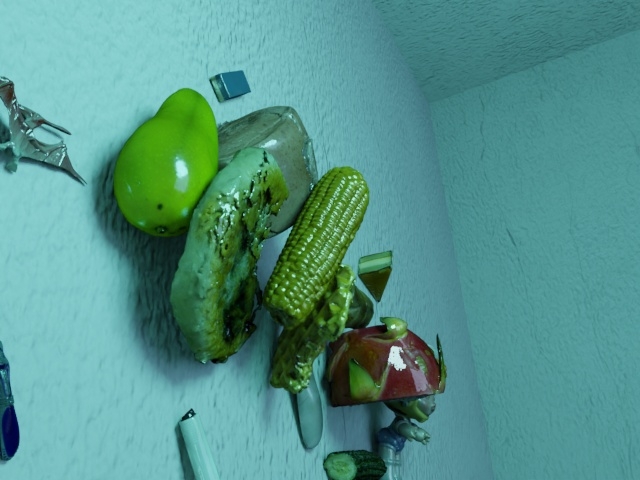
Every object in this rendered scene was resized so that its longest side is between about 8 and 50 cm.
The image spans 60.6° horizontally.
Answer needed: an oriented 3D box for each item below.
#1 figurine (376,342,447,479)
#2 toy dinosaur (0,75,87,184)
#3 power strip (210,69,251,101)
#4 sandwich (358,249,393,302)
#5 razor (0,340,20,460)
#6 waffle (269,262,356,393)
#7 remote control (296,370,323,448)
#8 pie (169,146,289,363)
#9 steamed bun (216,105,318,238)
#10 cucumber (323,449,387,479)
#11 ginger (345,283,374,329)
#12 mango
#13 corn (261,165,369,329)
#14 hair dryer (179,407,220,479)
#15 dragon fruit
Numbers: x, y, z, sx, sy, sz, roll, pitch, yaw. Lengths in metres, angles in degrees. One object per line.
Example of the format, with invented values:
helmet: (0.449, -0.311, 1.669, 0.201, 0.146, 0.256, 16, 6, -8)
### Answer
figurine: (0.209, 0.458, 1.500, 0.224, 0.205, 0.381, 56, 49, -43)
toy dinosaur: (-0.381, -0.139, 0.711, 0.220, 0.032, 0.108, 63, 21, -47)
power strip: (-0.200, -0.350, 1.233, 0.056, 0.032, 0.123, 69, 24, -14)
sandwich: (0.203, 0.117, 1.735, 0.163, 0.114, 0.079, 55, 30, -39)
razor: (-0.351, 0.163, 0.597, 0.044, 0.028, 0.154, -6, 81, -66)
waffle: (-0.018, 0.164, 1.072, 0.051, 0.291, 0.291, 29, 42, -17)
remote control: (-0.022, 0.332, 1.171, 0.073, 0.044, 0.228, -13, 99, -68)
pie: (-0.142, 0.029, 0.896, 0.296, 0.078, 0.370, -21, 123, -72)
steamed bun: (-0.098, -0.149, 1.129, 0.251, 0.199, 0.301, 63, 26, -25)
cucumber: (0.095, 0.536, 1.305, 0.265, 0.077, 0.077, 35, 45, -58)
ginger: (0.051, 0.148, 1.298, 0.116, 0.109, 0.263, 52, 4, 31)
mango: (-0.236, -0.129, 0.885, 0.175, 0.143, 0.293, 79, 12, -47)
corn: (0.000, 0.000, 1.031, 0.120, 0.121, 0.363, 54, 49, -39)
hair dryer: (-0.170, 0.369, 0.813, 0.131, 0.073, 0.236, -4, 72, -51)
dragon fruit: (0.149, 0.296, 1.324, 0.291, 0.291, 0.189, 28, 51, -59)
